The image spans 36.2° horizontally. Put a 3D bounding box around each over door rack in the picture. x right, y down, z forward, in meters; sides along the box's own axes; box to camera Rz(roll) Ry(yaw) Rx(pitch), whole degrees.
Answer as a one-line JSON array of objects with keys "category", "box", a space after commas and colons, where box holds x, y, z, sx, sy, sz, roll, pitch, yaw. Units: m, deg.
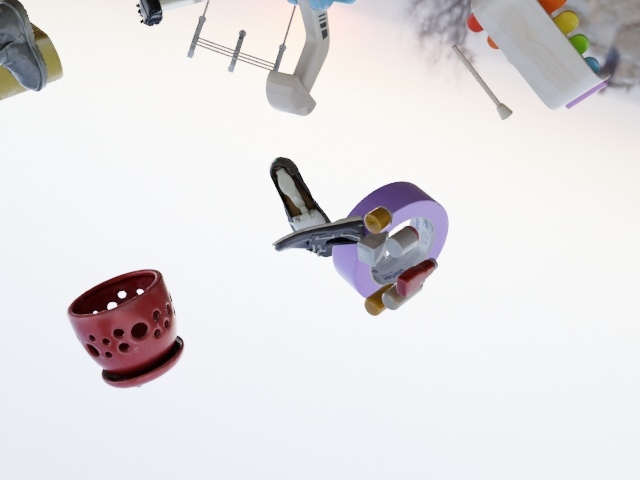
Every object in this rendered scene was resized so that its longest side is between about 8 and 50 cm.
[{"category": "over door rack", "box": [-0.180, -0.575, 2.483, 0.239, 0.324, 0.108, 18, 177, -9]}]

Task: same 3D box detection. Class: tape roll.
[{"category": "tape roll", "box": [0.162, 0.003, 2.233, 0.275, 0.275, 0.090, 0, -148, -43]}]

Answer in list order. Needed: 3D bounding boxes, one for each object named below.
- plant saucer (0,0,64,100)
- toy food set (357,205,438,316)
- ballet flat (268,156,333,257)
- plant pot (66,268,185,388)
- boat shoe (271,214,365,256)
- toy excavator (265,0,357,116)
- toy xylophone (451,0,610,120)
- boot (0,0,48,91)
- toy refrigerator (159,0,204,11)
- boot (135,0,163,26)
[{"category": "plant saucer", "box": [-0.676, -0.407, 1.842, 0.333, 0.081, 0.333, 37, -155, 1]}, {"category": "toy food set", "box": [0.145, 0.034, 1.782, 0.111, 0.232, 0.104, 24, -137, 37]}, {"category": "ballet flat", "box": [-0.051, -0.078, 2.403, 0.280, 0.095, 0.096, 58, -172, 3]}, {"category": "plant pot", "box": [-0.356, 0.168, 1.844, 0.191, 0.174, 0.191, -18, -159, 7]}, {"category": "boat shoe", "box": [0.000, 0.000, 2.077, 0.206, 0.065, 0.075, -15, 175, -15]}, {"category": "toy excavator", "box": [-0.003, -0.567, 2.246, 0.222, 0.445, 0.433, 16, -129, 29]}, {"category": "toy xylophone", "box": [0.399, -0.376, 1.904, 0.236, 0.322, 0.081, -24, -160, 33]}, {"category": "boot", "box": [-0.538, -0.265, 1.528, 0.076, 0.189, 0.208, 22, -127, 28]}, {"category": "toy refrigerator", "box": [-0.291, -0.617, 2.295, 0.269, 0.102, 0.094, -9, -175, 19]}, {"category": "boot", "box": [-0.344, -0.502, 1.991, 0.045, 0.099, 0.121, -8, 162, -31]}]
